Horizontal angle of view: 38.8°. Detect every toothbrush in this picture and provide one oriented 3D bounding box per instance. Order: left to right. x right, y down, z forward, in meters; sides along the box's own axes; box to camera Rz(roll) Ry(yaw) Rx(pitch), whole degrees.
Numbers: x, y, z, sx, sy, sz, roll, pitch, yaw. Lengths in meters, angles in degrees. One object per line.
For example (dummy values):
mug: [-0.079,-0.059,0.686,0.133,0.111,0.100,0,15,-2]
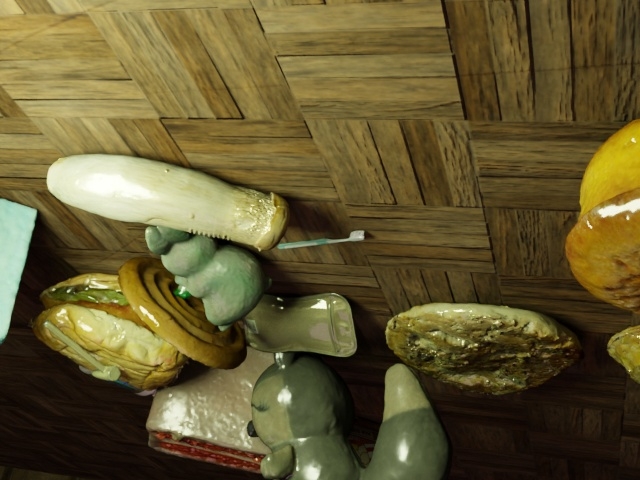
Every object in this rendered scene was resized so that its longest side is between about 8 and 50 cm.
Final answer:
toothbrush: [0.000,0.000,1.393,0.167,0.014,0.011,-7,149,38]

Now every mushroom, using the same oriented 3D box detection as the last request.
mushroom: [-0.216,-0.058,1.285,0.352,0.094,0.123,14,171,1]

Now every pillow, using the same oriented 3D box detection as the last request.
pillow: [-0.041,0.152,1.629,0.218,0.033,0.130,-2,113,22]

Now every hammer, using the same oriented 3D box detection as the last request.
hammer: [-0.433,0.193,1.610,0.060,0.028,0.195,0,144,32]

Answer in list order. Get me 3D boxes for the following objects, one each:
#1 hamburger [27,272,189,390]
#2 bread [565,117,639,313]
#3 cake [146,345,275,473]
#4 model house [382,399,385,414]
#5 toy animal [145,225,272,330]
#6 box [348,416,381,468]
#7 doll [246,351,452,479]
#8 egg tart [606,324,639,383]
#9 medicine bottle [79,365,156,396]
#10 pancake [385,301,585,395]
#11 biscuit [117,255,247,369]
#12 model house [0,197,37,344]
hamburger: [-0.348,0.166,1.706,0.209,0.162,0.330,-18,136,40]
bread: [0.426,-0.023,0.996,0.312,0.172,0.312,6,152,3]
cake: [-0.203,0.355,1.954,0.309,0.230,0.237,11,156,0]
model house: [0.188,0.365,1.977,0.083,0.066,0.079,-5,151,28]
toy animal: [-0.190,0.026,1.434,0.125,0.127,0.251,23,158,43]
box: [0.102,0.600,2.266,0.284,0.259,0.214,21,153,-17]
doll: [0.043,0.341,1.726,0.379,0.382,0.252,-8,159,1]
egg tart: [0.560,0.192,1.469,0.191,0.074,0.191,10,151,6]
medicine bottle: [-0.443,0.309,2.122,0.219,0.078,0.115,30,147,-33]
pancake: [0.279,0.185,1.587,0.356,0.065,0.356,8,155,4]
biscuit: [-0.223,0.114,1.516,0.262,0.262,0.037,32,106,-35]
model house: [-0.633,0.060,1.480,0.249,0.280,0.230,18,153,-24]
